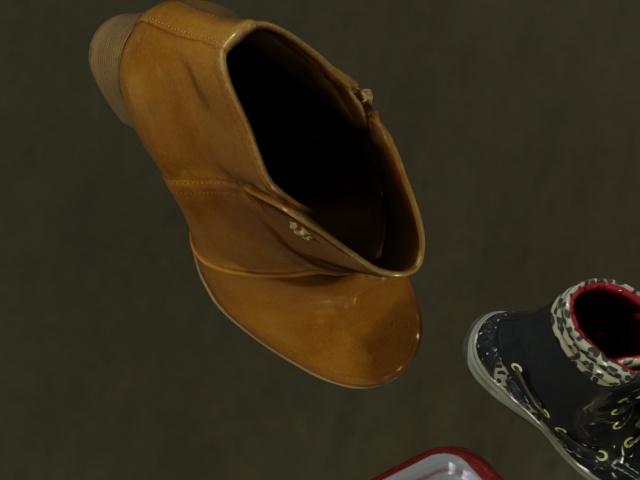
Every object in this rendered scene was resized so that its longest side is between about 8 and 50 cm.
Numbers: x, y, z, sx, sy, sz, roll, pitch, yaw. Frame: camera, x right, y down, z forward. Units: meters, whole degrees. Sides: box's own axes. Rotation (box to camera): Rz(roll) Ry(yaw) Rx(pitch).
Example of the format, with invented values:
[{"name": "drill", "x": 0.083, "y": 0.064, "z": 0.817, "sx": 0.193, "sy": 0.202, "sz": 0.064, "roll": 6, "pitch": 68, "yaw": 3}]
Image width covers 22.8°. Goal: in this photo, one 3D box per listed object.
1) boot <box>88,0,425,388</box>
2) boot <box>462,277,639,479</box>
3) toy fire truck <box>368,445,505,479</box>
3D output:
[{"name": "boot", "x": 0.000, "y": -0.001, "z": 0.821, "sx": 0.104, "sy": 0.211, "sz": 0.295, "roll": -45, "pitch": 118, "yaw": -11}, {"name": "boot", "x": 0.238, "y": 0.121, "z": 1.220, "sx": 0.085, "sy": 0.236, "sz": 0.178, "roll": -57, "pitch": -173, "yaw": -23}, {"name": "toy fire truck", "x": 0.007, "y": 0.231, "z": 0.671, "sx": 0.302, "sy": 0.254, "sz": 0.169, "roll": -23, "pitch": 135, "yaw": -22}]
